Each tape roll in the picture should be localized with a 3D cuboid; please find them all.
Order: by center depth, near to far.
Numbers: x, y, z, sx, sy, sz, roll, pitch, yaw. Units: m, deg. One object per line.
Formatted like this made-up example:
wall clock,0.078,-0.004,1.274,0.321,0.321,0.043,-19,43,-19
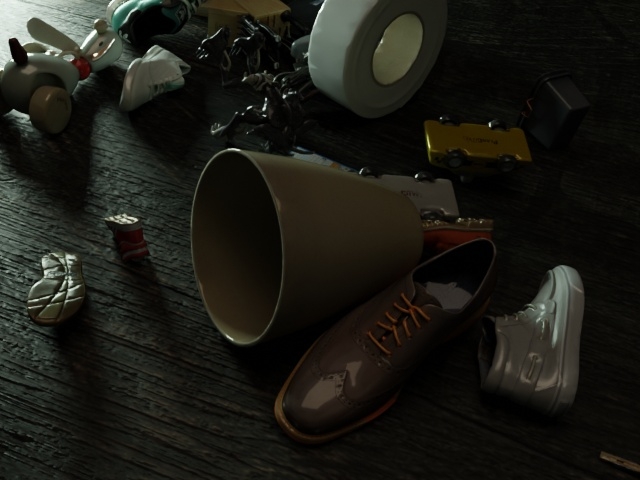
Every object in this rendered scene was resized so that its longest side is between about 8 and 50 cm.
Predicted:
tape roll,0.112,-0.376,1.516,0.286,0.286,0.100,-29,51,-35

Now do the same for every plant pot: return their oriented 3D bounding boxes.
plant pot,0.000,0.000,1.111,0.274,0.256,0.256,-5,40,-33

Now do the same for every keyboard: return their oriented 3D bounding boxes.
keyboard,0.034,-0.543,1.894,0.201,0.033,0.317,21,43,25

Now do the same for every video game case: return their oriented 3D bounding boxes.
video game case,0.000,-0.102,1.382,0.166,0.015,0.119,24,43,20

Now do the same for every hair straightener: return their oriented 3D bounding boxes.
hair straightener,-0.024,-0.323,1.574,0.230,0.089,0.047,-34,19,-20

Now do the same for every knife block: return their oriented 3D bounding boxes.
knife block,-0.113,-0.475,1.749,0.242,0.088,0.275,11,40,4

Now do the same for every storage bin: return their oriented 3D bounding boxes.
storage bin,0.442,-0.241,1.528,0.098,0.135,0.091,-16,55,-25

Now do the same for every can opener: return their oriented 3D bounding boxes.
can opener,0.069,-0.385,1.674,0.280,0.093,0.074,-15,44,-31

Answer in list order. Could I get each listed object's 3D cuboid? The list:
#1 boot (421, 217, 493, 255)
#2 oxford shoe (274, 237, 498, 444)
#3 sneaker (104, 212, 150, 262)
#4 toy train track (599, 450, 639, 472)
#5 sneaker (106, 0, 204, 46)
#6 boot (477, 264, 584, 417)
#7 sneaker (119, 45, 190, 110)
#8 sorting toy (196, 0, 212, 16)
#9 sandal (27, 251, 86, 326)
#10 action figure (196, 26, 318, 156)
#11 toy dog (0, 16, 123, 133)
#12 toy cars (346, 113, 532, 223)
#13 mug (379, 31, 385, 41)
boot,0.187,0.009,1.226,0.158,0.084,0.059,1,9,-11
oxford shoe,0.087,0.112,1.022,0.364,0.132,0.130,-38,69,-26
sneaker,-0.291,-0.003,1.211,0.042,0.067,0.118,-18,16,-23
toy train track,0.386,0.281,0.990,0.083,0.014,0.048,18,48,21
sneaker,-0.300,-0.509,1.715,0.302,0.108,0.121,-33,60,-6
boot,0.284,0.115,1.103,0.123,0.095,0.258,18,42,2
sneaker,-0.310,-0.306,1.537,0.094,0.080,0.212,21,40,-1
sorting toy,-0.318,-0.642,1.914,0.257,0.089,0.255,14,40,8
sandal,-0.359,0.072,1.105,0.072,0.049,0.180,2,25,-15
action figure,-0.111,-0.242,1.444,0.164,0.141,0.275,-15,71,-36
toy dog,-0.489,-0.341,1.478,0.220,0.161,0.333,5,40,-3
toy cars,0.193,-0.101,1.359,0.394,0.087,0.176,-34,66,-32
mug,0.128,-0.491,1.788,0.097,0.157,0.129,35,71,32
